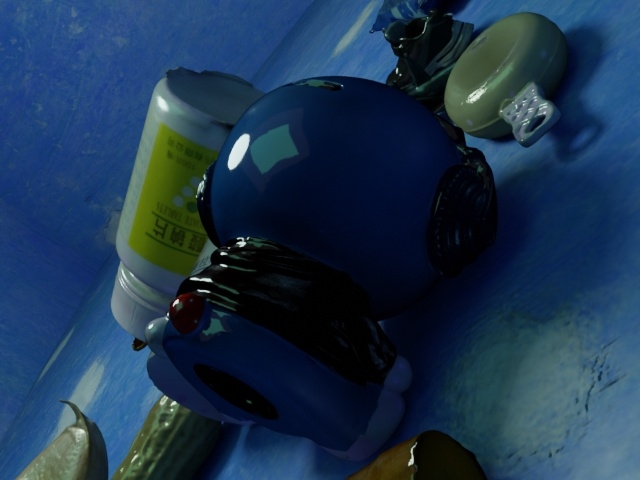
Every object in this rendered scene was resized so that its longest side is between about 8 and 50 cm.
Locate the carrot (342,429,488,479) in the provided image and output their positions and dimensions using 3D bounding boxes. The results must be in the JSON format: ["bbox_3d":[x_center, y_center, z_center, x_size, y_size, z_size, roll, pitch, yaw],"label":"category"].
[{"bbox_3d":[0.024,0.188,0.462,0.205,0.072,0.072,-41,22,43],"label":"carrot"}]

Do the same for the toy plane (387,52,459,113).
[{"bbox_3d":[0.088,-0.157,0.862,0.326,0.104,0.222,-41,21,34],"label":"toy plane"}]

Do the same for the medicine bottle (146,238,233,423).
[{"bbox_3d":[-0.082,0.067,0.804,0.152,0.152,0.253,-35,27,45],"label":"medicine bottle"}]

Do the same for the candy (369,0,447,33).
[{"bbox_3d":[0.185,-0.453,1.215,0.187,0.077,0.331,-47,19,-2],"label":"candy"}]

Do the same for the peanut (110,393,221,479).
[{"bbox_3d":[-0.188,0.265,0.813,0.214,0.090,0.099,-59,12,-18],"label":"peanut"}]

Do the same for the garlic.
[{"bbox_3d":[-0.409,0.383,1.039,0.245,0.164,0.145,-51,4,-12],"label":"garlic"}]

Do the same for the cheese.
[{"bbox_3d":[0.187,-0.148,0.667,0.137,0.064,0.227,-47,20,25],"label":"cheese"}]

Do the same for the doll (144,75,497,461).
[{"bbox_3d":[0.000,0.000,0.602,0.284,0.240,0.309,12,58,32],"label":"doll"}]

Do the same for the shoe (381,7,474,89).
[{"bbox_3d":[0.132,-0.276,0.977,0.169,0.099,0.071,-32,31,50],"label":"shoe"}]

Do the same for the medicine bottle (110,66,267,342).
[{"bbox_3d":[-0.179,-0.041,1.009,0.213,0.214,0.378,-89,19,-61],"label":"medicine bottle"}]

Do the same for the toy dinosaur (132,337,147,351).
[{"bbox_3d":[-0.261,0.039,1.410,0.208,0.097,0.432,-50,12,43],"label":"toy dinosaur"}]

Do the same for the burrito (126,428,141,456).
[{"bbox_3d":[-0.258,0.327,0.946,0.058,0.045,0.188,-41,19,17],"label":"burrito"}]
